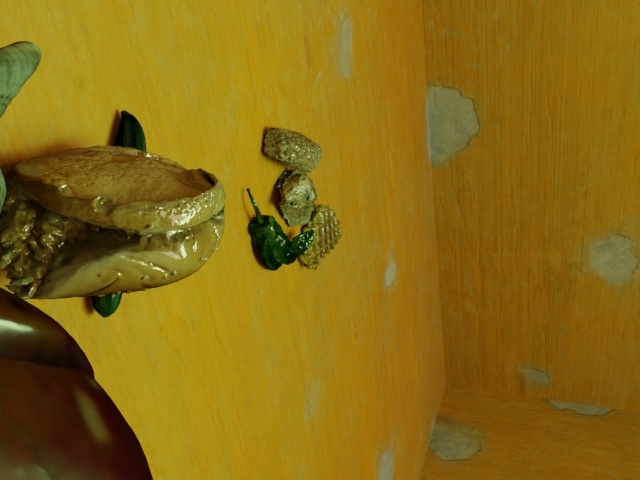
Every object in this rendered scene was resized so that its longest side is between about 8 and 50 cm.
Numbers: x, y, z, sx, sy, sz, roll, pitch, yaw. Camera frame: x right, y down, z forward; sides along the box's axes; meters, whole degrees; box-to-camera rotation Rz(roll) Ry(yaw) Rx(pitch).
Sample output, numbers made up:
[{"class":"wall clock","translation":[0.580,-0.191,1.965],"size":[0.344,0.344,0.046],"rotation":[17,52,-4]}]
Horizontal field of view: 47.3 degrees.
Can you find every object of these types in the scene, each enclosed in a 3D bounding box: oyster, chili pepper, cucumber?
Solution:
[{"class":"oyster","translation":[-0.037,-0.097,1.588],"size":[0.209,0.072,0.133],"rotation":[53,48,-63]},{"class":"chili pepper","translation":[-0.084,-0.002,1.484],"size":[0.279,0.065,0.122],"rotation":[42,53,-65]},{"class":"cucumber","translation":[-0.271,-0.037,0.990],"size":[0.056,0.056,0.284],"rotation":[25,70,-68]}]

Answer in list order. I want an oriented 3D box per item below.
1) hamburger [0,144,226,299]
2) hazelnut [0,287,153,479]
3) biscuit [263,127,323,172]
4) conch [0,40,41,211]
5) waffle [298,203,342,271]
[{"class":"hamburger","translation":[-0.233,-0.021,0.827],"size":[0.286,0.243,0.146],"rotation":[-32,127,-62]},{"class":"hazelnut","translation":[-0.299,0.230,0.429],"size":[0.402,0.429,0.402],"rotation":[48,16,-18]},{"class":"biscuit","translation":[-0.057,-0.187,1.509],"size":[0.070,0.082,0.168],"rotation":[-63,163,10]},{"class":"conch","translation":[-0.339,-0.034,0.611],"size":[0.386,0.169,0.203],"rotation":[-44,161,-40]},{"class":"waffle","translation":[0.000,0.000,1.738],"size":[0.160,0.046,0.192],"rotation":[66,35,-50]}]
